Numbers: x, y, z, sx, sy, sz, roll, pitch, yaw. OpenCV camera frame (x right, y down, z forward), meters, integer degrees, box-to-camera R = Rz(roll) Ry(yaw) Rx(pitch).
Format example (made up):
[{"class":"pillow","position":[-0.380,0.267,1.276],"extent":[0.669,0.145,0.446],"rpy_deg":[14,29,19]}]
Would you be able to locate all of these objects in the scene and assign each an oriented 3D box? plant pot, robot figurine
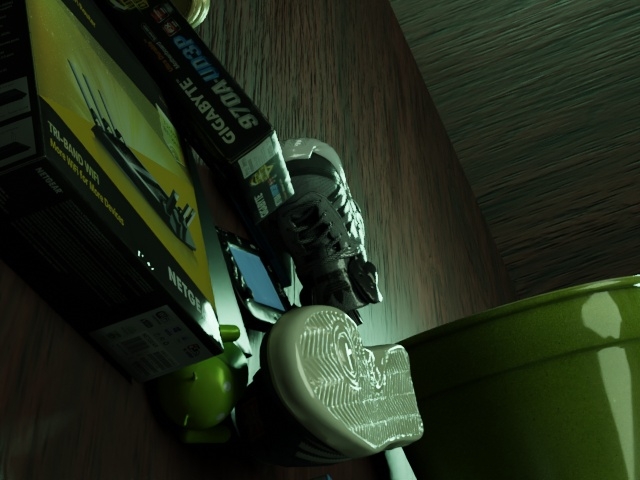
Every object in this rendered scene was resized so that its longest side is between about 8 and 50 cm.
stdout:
[{"class":"plant pot","position":[0.274,0.265,2.283],"extent":[0.366,0.366,0.353],"rpy_deg":[23,49,-74]},{"class":"robot figurine","position":[-0.096,0.115,1.559],"extent":[0.115,0.067,0.101],"rpy_deg":[-52,151,-77]}]

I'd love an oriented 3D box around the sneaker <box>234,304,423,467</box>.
[{"class":"sneaker","position":[-0.018,0.144,1.675],"extent":[0.350,0.148,0.131],"rpy_deg":[37,41,-69]}]

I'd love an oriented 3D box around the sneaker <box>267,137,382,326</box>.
[{"class":"sneaker","position":[0.000,0.000,2.027],"extent":[0.268,0.101,0.153],"rpy_deg":[53,19,-62]}]

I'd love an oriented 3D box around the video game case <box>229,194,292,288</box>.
[{"class":"video game case","position":[-0.071,-0.044,2.072],"extent":[0.119,0.015,0.166],"rpy_deg":[-93,160,-52]}]

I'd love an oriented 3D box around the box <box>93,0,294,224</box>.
[{"class":"box","position":[-0.113,-0.133,1.665],"extent":[0.220,0.051,0.175],"rpy_deg":[51,-7,15]}]

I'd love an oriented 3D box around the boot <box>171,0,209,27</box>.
[{"class":"boot","position":[-0.195,-0.306,1.731],"extent":[0.203,0.095,0.262],"rpy_deg":[-42,110,-78]}]

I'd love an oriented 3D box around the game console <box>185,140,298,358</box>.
[{"class":"game console","position":[-0.094,0.017,1.797],"extent":[0.361,0.044,0.213],"rpy_deg":[28,44,-74]}]

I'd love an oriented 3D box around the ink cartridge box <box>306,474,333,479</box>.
[{"class":"ink cartridge box","position":[0.013,0.289,1.815],"extent":[0.122,0.052,0.088],"rpy_deg":[56,18,-55]}]

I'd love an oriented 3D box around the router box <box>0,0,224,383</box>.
[{"class":"router box","position":[-0.182,-0.067,1.432],"extent":[0.309,0.081,0.243],"rpy_deg":[54,19,-55]}]
